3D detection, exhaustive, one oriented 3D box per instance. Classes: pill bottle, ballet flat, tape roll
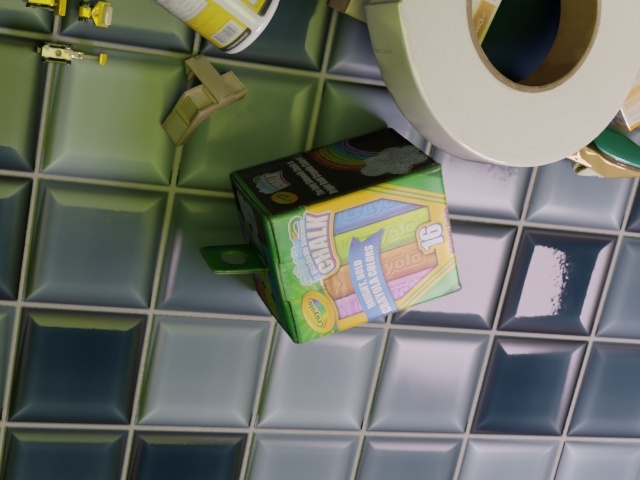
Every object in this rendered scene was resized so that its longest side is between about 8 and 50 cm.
[{"bbox_3d":[-0.143,-0.302,1.364,0.184,0.103,0.103,35,96,-27],"label":"pill bottle"},{"bbox_3d":[0.344,-0.130,1.633,0.232,0.080,0.073,23,129,-23],"label":"ballet flat"},{"bbox_3d":[0.233,-0.281,1.433,0.392,0.072,0.392,-5,100,-32],"label":"tape roll"}]

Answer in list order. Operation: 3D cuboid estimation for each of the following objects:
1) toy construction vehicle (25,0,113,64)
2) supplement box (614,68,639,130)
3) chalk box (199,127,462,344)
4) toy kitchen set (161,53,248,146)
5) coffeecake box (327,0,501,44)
[{"bbox_3d":[-0.290,-0.244,1.378,0.098,0.035,0.086,2,98,-23],"label":"toy construction vehicle"},{"bbox_3d":[0.420,-0.208,1.637,0.062,0.036,0.098,-31,117,-6],"label":"supplement box"},{"bbox_3d":[0.000,0.000,1.490,0.289,0.180,0.179,-18,115,-11],"label":"chalk box"},{"bbox_3d":[-0.150,-0.173,1.457,0.083,0.075,0.068,-32,80,-41],"label":"toy kitchen set"},{"bbox_3d":[0.125,-0.312,1.474,0.185,0.068,0.142,20,100,-25],"label":"coffeecake box"}]
